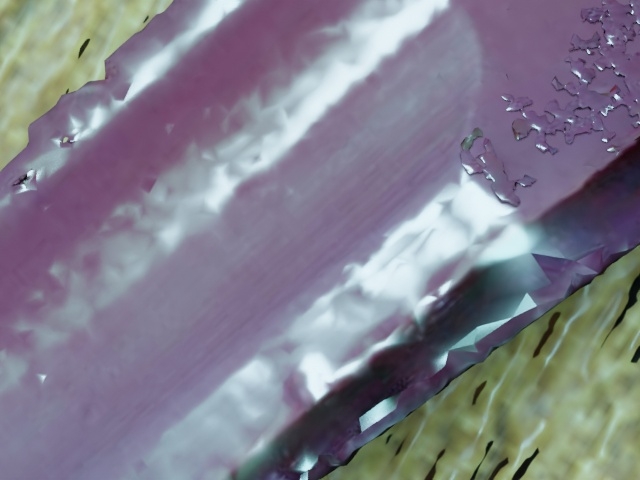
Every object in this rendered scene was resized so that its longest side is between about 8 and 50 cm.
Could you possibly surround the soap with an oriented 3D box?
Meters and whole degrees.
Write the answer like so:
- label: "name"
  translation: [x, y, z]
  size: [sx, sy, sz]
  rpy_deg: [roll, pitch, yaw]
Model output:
- label: "soap"
  translation: [0.000, 0.000, 0.462]
  size: [0.289, 0.182, 0.112]
  rpy_deg: [-39, 81, 7]
